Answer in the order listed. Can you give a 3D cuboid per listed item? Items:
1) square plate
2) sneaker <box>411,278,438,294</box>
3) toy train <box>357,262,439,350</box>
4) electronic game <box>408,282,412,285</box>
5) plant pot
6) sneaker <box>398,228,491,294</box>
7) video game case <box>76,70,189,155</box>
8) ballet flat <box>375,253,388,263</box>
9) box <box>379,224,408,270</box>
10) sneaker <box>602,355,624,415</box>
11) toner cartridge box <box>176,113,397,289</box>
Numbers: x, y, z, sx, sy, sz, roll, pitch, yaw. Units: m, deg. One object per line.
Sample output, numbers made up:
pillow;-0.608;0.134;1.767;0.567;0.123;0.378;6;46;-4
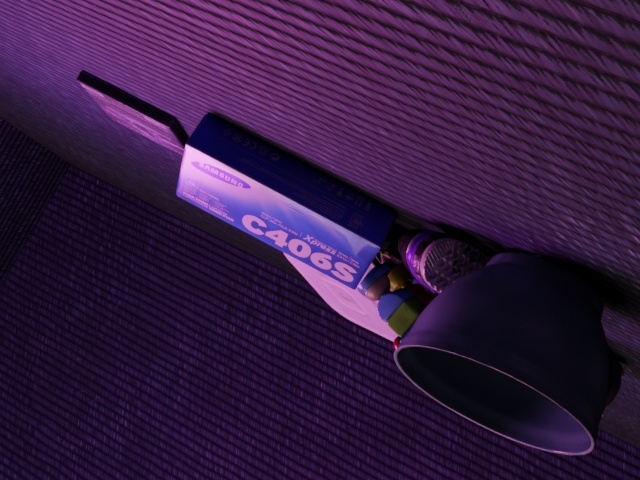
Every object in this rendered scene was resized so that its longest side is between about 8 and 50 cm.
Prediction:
square plate;0.061;0.102;2.114;0.347;0.049;0.344;22;159;50
sneaker;0.292;0.160;1.889;0.319;0.131;0.112;30;173;-18
toy train;0.164;0.094;1.680;0.143;0.105;0.248;45;-156;14
electronic game;0.193;0.119;2.349;0.229;0.048;0.229;20;176;1
plant pot;0.276;0.141;1.400;0.293;0.196;0.293;26;160;10
sneaker;0.232;0.061;1.578;0.293;0.102;0.146;36;177;-33
video game case;-0.346;-0.234;1.940;0.196;0.026;0.274;27;175;6
ballet flat;0.082;-0.009;1.805;0.057;0.049;0.173;20;170;47
box;0.142;0.013;1.717;0.083;0.052;0.062;30;174;-23
sneaker;0.482;0.247;1.831;0.127;0.126;0.321;31;-175;17
toner cartridge box;-0.061;-0.059;1.648;0.348;0.075;0.165;28;148;2
